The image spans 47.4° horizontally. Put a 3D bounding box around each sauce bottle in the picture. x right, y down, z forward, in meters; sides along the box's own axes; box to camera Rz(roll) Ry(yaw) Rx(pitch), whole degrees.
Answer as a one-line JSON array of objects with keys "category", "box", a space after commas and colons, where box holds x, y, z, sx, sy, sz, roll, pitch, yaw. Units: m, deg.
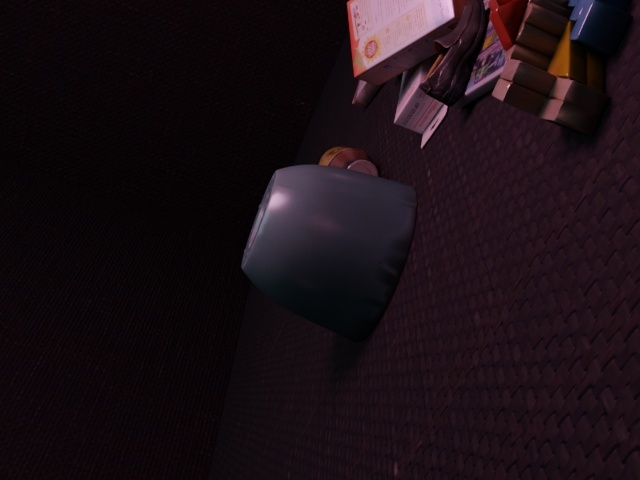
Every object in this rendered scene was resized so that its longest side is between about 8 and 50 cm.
[{"category": "sauce bottle", "box": [0.065, -0.151, 1.615, 0.344, 0.111, 0.111, -134, 64, -78]}]

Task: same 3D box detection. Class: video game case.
[{"category": "video game case", "box": [0.258, -0.298, 1.051, 0.201, 0.023, 0.183, 167, 123, -78]}]

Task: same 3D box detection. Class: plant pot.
[{"category": "plant pot", "box": [0.000, 0.000, 1.271, 0.293, 0.235, 0.293, -160, 90, -81]}]

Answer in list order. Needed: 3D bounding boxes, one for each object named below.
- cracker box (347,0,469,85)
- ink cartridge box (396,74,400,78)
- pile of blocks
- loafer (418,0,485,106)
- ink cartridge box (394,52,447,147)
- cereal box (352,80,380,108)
[{"category": "cracker box", "box": [0.151, -0.385, 1.244, 0.232, 0.067, 0.156, -21, 67, 47]}, {"category": "ink cartridge box", "box": [0.174, -0.466, 1.608, 0.224, 0.056, 0.181, -25, -43, -79]}, {"category": "pile of blocks", "box": [0.245, -0.269, 0.775, 0.149, 0.112, 0.362, 121, 165, -51]}, {"category": "loafer", "box": [0.200, -0.290, 1.094, 0.062, 0.061, 0.170, 152, 138, -77]}, {"category": "ink cartridge box", "box": [0.184, -0.266, 1.291, 0.104, 0.061, 0.181, 122, 164, -53]}, {"category": "cereal box", "box": [0.156, -0.479, 1.950, 0.240, 0.047, 0.173, 136, 152, -70]}]
